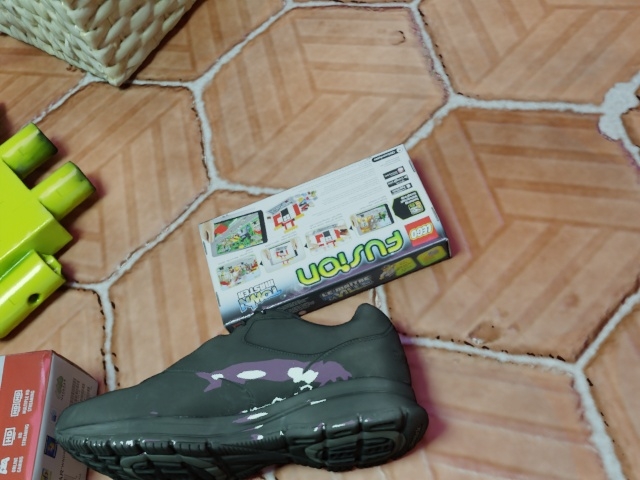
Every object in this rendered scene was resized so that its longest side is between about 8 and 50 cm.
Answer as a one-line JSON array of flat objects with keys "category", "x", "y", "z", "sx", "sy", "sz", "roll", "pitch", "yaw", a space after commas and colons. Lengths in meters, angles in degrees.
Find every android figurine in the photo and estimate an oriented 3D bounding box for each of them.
[{"category": "android figurine", "x": -0.368, "y": 0.000, "z": 0.749, "sx": 0.273, "sy": 0.056, "sz": 0.248, "roll": -45, "pitch": 60, "yaw": -12}]

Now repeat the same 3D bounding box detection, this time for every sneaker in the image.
[{"category": "sneaker", "x": -0.064, "y": 0.122, "z": 0.583, "sx": 0.286, "sy": 0.109, "sz": 0.130, "roll": -7, "pitch": 53, "yaw": 1}]

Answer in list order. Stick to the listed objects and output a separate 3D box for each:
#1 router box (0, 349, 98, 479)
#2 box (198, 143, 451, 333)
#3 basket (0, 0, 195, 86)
[{"category": "router box", "x": -0.349, "y": 0.272, "z": 0.575, "sx": 0.301, "sy": 0.082, "sz": 0.335, "roll": -8, "pitch": 60, "yaw": 10}, {"category": "box", "x": 0.000, "y": 0.000, "z": 0.661, "sx": 0.207, "sy": 0.036, "sz": 0.114, "roll": -21, "pitch": 58, "yaw": 3}, {"category": "basket", "x": -0.269, "y": -0.411, "z": 0.803, "sx": 0.266, "sy": 0.328, "sz": 0.331, "roll": 29, "pitch": 71, "yaw": 23}]
